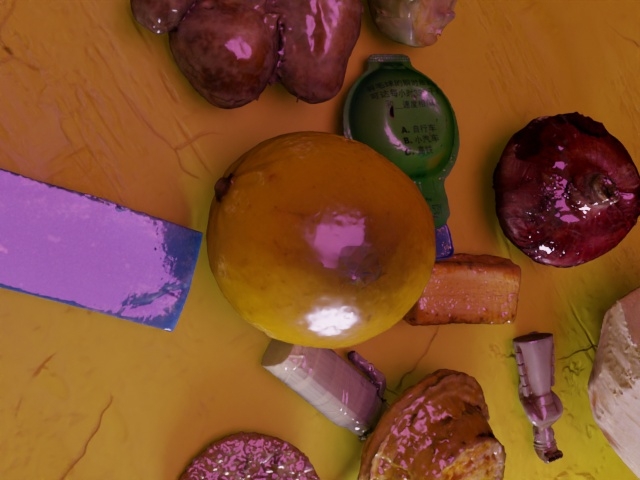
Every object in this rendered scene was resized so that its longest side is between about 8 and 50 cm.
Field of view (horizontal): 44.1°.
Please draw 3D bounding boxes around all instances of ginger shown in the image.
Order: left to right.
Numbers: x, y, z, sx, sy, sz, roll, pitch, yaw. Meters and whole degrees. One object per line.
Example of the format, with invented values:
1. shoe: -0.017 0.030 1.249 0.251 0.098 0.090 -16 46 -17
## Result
1. ginger: -0.090 -0.286 1.038 0.304 0.155 0.245 -18 101 -25

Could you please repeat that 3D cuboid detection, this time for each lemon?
1. lemon: 0.000 0.000 1.025 0.297 0.297 0.297 -1 92 -26

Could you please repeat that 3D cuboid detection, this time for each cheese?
1. cheese: 0.130 -0.125 1.178 0.204 0.083 0.320 -7 85 -26

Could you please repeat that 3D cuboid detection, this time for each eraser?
1. eraser: -0.310 0.012 1.000 0.311 0.042 0.144 19 83 -25

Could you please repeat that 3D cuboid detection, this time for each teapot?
1. teapot: 0.019 0.197 1.153 0.200 0.077 0.107 43 53 -21

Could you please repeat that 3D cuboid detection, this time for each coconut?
1. coconut: 0.618 0.237 1.305 0.344 0.415 0.415 7 88 -16

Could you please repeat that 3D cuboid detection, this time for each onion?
1. onion: 0.400 -0.077 1.249 0.252 0.219 0.252 0 90 -17

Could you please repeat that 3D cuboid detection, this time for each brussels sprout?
1. brussels sprout: 0.127 -0.365 1.166 0.149 0.122 0.151 -58 148 -8

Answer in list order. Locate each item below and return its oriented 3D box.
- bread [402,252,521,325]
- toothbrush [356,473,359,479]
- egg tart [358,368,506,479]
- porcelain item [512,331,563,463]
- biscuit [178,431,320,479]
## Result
1. bread: 0.217 0.077 1.237 0.211 0.083 0.114 4 95 -26
2. toothbrush: -0.021 0.453 1.160 0.342 0.030 0.025 -44 104 -16
3. egg tart: 0.180 0.335 1.167 0.294 0.123 0.294 -16 115 -37
4. porcelain item: 0.370 0.265 1.332 0.084 0.054 0.213 -10 95 -23
5. biscuit: -0.100 0.375 1.113 0.219 0.033 0.220 -1 92 -19
